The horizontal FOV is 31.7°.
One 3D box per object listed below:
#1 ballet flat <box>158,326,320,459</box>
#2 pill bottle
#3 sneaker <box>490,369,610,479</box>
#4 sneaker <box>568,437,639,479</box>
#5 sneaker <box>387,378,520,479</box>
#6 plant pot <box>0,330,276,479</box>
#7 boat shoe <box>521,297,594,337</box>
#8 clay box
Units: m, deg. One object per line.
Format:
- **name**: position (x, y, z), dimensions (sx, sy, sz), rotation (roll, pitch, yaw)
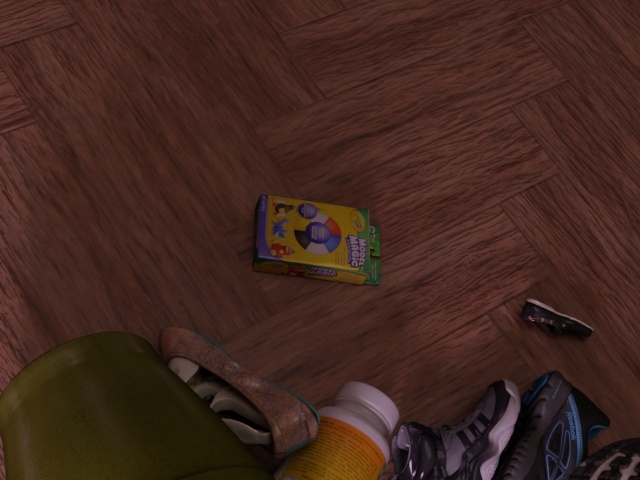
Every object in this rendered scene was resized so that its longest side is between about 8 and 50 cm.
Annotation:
- **ballet flat**: position (-0.148, 0.220, 1.632), dimensions (0.316, 0.107, 0.106), rotation (23, 43, 32)
- **pill bottle**: position (0.018, 0.331, 1.649), dimensions (0.136, 0.136, 0.245), rotation (32, 56, 4)
- **sneaker**: position (0.343, 0.358, 1.738), dimensions (0.140, 0.125, 0.340), rotation (35, 58, 1)
- **sneaker**: position (0.423, 0.480, 1.670), dimensions (0.158, 0.182, 0.410), rotation (16, 58, 32)
- **sneaker**: position (0.203, 0.300, 1.743), dimensions (0.153, 0.101, 0.268), rotation (31, 58, 0)
- **plant pot**: position (-0.256, 0.322, 1.478), dimensions (0.367, 0.366, 0.353), rotation (-19, 54, -26)
- **boat shoe**: position (0.407, 0.141, 1.939), dimensions (0.133, 0.049, 0.042), rotation (22, 84, -11)
- **clay box**: position (0.000, 0.000, 1.897), dimensions (0.222, 0.053, 0.127), rotation (7, 58, -12)
